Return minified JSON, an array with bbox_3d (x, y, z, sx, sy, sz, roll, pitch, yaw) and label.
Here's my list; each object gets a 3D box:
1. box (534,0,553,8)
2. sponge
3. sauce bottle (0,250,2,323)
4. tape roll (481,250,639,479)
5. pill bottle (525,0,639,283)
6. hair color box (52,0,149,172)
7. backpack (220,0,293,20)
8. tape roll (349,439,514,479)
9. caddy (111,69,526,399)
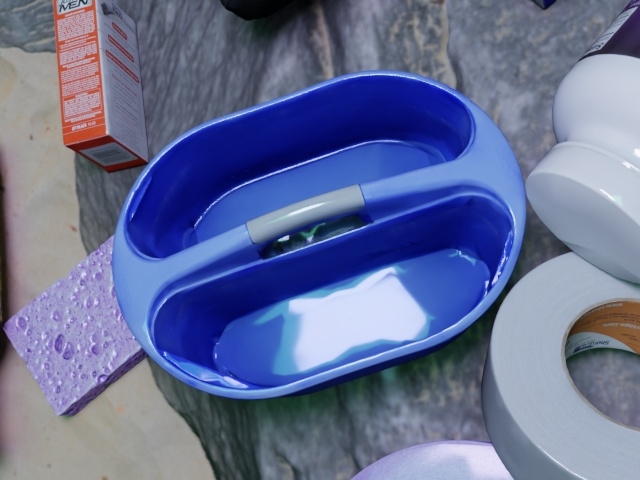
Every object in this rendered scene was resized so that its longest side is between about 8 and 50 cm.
[{"bbox_3d":[0.216,-0.314,0.839,0.137,0.072,0.126,-42,70,4],"label":"box"},{"bbox_3d":[-0.204,0.066,0.891,0.210,0.031,0.117,-39,71,4],"label":"sponge"},{"bbox_3d":[-0.372,0.048,0.888,0.112,0.111,0.344,-15,69,12],"label":"sauce bottle"},{"bbox_3d":[0.235,0.111,0.685,0.219,0.072,0.219,0,51,0],"label":"tape roll"},{"bbox_3d":[0.306,-0.125,0.687,0.181,0.181,0.323,38,79,20],"label":"pill bottle"},{"bbox_3d":[-0.224,-0.164,0.918,0.054,0.093,0.167,-11,74,13],"label":"hair color box"},{"bbox_3d":[-0.060,-0.431,0.869,0.290,0.273,0.355,-37,92,7],"label":"backpack"},{"bbox_3d":[0.119,0.299,0.716,0.275,0.090,0.274,-3,76,14],"label":"tape roll"},{"bbox_3d":[0.000,0.000,0.755,0.342,0.179,0.241,-19,72,3],"label":"caddy"}]
